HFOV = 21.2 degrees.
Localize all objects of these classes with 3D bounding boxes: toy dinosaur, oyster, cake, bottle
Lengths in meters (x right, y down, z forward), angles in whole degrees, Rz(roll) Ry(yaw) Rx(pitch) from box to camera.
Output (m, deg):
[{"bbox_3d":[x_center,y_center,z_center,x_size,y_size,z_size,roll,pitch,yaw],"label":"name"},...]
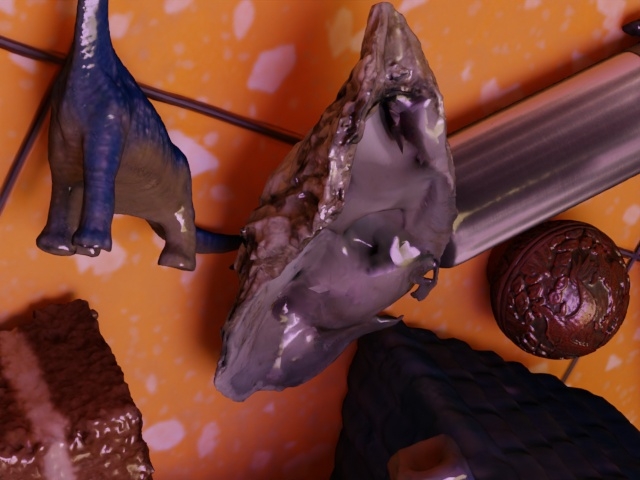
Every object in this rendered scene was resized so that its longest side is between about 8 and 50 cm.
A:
[{"bbox_3d":[-0.100,-0.078,0.964,0.248,0.075,0.188,17,82,-62],"label":"toy dinosaur"},{"bbox_3d":[0.001,0.002,1.018,0.199,0.087,0.252,-28,142,-2],"label":"oyster"},{"bbox_3d":[-0.177,0.132,0.997,0.147,0.134,0.135,-18,126,-12],"label":"cake"},{"bbox_3d":[0.161,-0.072,1.124,0.254,0.079,0.096,-25,93,-16],"label":"bottle"}]

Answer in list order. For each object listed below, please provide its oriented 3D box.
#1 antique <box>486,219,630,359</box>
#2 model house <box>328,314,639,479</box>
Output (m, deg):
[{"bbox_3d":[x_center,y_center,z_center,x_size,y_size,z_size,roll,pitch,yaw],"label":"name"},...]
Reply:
[{"bbox_3d":[0.165,0.034,1.173,0.104,0.104,0.104,-16,125,-24],"label":"antique"},{"bbox_3d":[0.049,0.270,1.105,0.445,0.395,0.400,-27,118,-1],"label":"model house"}]
